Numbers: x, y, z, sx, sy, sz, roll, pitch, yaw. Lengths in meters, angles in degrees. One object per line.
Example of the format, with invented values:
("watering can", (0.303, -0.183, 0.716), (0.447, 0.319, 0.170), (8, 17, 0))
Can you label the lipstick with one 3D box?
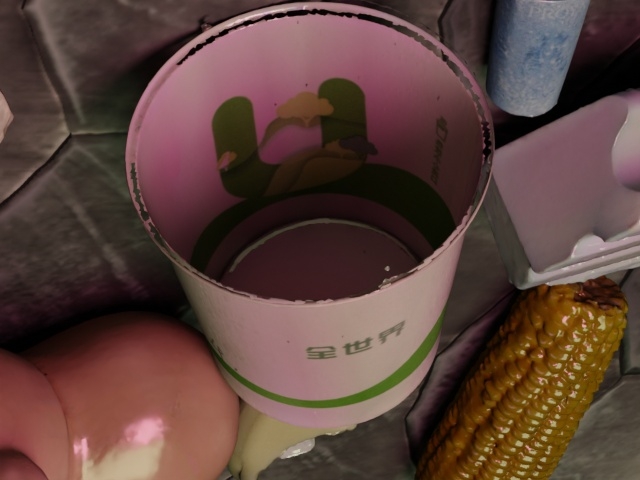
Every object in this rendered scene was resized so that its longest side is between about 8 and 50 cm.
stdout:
("lipstick", (0.168, -0.205, 1.401), (0.068, 0.061, 0.274), (-10, 141, -14))

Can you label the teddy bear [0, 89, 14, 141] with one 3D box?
("teddy bear", (-0.306, -0.149, 1.025), (0.362, 0.327, 0.375), (-41, -178, -4))

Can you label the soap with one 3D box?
("soap", (0.311, -0.062, 1.560), (0.347, 0.115, 0.208), (-15, 167, -12))

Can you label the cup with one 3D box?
("cup", (0.000, 0.000, 1.429), (0.253, 0.253, 0.274), (-19, 149, -7))

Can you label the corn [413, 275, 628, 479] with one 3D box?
("corn", (0.180, 0.161, 1.814), (0.120, 0.120, 0.363), (-2, 135, -26))

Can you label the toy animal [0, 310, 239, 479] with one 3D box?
("toy animal", (-0.223, 0.157, 1.524), (0.326, 0.237, 0.269), (-24, 152, -7))

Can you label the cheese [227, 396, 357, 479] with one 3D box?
("cheese", (-0.032, 0.129, 1.712), (0.127, 0.050, 0.235), (-15, 141, -7))
